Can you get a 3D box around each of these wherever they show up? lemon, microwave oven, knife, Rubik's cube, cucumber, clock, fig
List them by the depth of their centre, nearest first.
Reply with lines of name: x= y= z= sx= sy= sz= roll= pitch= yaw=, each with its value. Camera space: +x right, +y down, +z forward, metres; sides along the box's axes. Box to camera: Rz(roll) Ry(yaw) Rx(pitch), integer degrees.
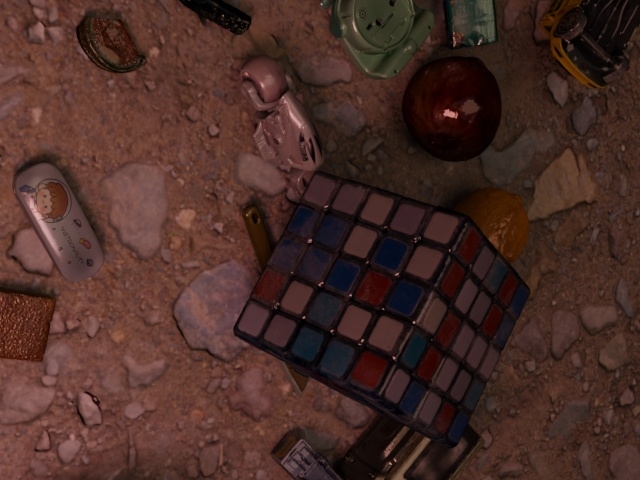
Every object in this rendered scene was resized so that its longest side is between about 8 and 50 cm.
cucumber: x=-0.173 y=-0.349 z=1.414 sx=0.163 sy=0.039 sz=0.043 roll=22 pitch=66 yaw=-35
Rubik's cube: x=0.100 y=0.103 z=1.475 sx=0.293 sy=0.287 sz=0.292 roll=-61 pitch=143 yaw=-10
clock: x=0.084 y=-0.360 z=1.558 sx=0.188 sy=0.060 sz=0.148 roll=42 pitch=77 yaw=-29
knife: x=-0.075 y=0.103 z=1.563 sx=0.061 sy=0.027 sz=0.343 roll=-33 pitch=117 yaw=-31
fig: x=0.228 y=-0.246 z=1.622 sx=0.175 sy=0.175 sz=0.207 roll=33 pitch=66 yaw=-32
microwave oven: x=0.148 y=0.363 z=1.667 sx=0.205 sy=0.163 sz=0.129 roll=-49 pitch=119 yaw=-14
lemon: x=0.285 y=-0.008 z=1.700 sx=0.187 sy=0.142 sz=0.142 roll=-51 pitch=120 yaw=-11

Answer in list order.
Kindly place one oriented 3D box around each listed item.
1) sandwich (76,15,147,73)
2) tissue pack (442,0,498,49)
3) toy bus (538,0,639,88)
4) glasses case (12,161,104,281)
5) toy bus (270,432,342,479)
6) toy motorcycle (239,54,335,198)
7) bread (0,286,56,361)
sandwich: x=-0.293 y=-0.273 z=1.360 sx=0.069 sy=0.026 sz=0.101 roll=-41 pitch=117 yaw=-18
tissue pack: x=0.250 y=-0.386 z=1.652 sx=0.085 sy=0.079 sz=0.111 roll=-8 pitch=105 yaw=2
toy bus: x=0.504 y=-0.433 z=1.753 sx=0.144 sy=0.152 sz=0.330 roll=36 pitch=77 yaw=-26
glasses case: x=-0.361 y=-0.025 z=1.351 sx=0.067 sy=0.045 sz=0.178 roll=-34 pitch=114 yaw=-23
toy bus: x=-0.004 y=0.403 z=1.633 sx=0.064 sy=0.075 sz=0.190 roll=-48 pitch=118 yaw=-17
toy motorcycle: x=-0.041 y=-0.165 z=1.488 sx=0.112 sy=0.112 sz=0.254 roll=-38 pitch=117 yaw=-21
bread: x=-0.420 y=0.115 z=1.346 sx=0.090 sy=0.035 sz=0.094 roll=11 pitch=94 yaw=-32
